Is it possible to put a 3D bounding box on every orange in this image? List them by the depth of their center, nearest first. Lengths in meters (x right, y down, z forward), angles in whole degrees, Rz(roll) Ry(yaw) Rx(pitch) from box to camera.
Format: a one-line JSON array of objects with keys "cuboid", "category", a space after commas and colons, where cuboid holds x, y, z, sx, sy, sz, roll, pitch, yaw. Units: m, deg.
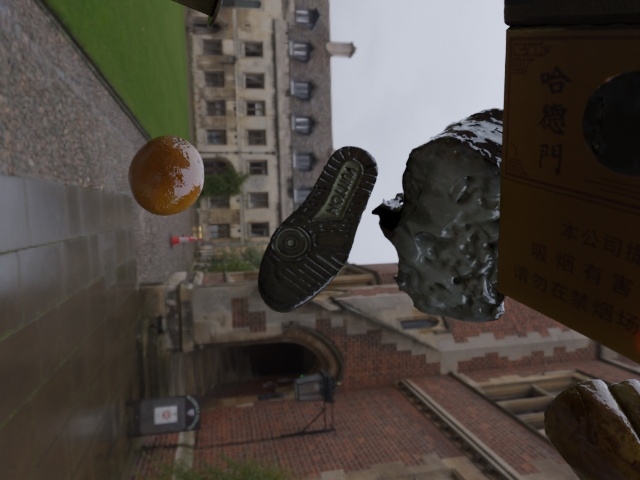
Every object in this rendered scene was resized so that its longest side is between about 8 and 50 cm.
[{"cuboid": [-0.393, -0.167, 1.265, 0.206, 0.205, 0.206, 178, -90, -78], "category": "orange"}]

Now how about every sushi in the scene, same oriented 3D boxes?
[{"cuboid": [0.223, -0.038, 0.810, 0.207, 0.234, 0.349, -45, 144, -42], "category": "sushi"}]

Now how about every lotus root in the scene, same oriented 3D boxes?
[{"cuboid": [0.502, 0.347, 0.814, 0.199, 0.188, 0.180, 52, 11, -18], "category": "lotus root"}]

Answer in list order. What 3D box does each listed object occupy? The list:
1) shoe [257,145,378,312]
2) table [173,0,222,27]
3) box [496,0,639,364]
[{"cuboid": [-0.002, -0.001, 0.764, 0.293, 0.109, 0.149, -60, 175, -25], "category": "shoe"}, {"cuboid": [-0.293, -0.530, 0.933, 0.167, 0.226, 0.167, -46, -144, 50], "category": "table"}, {"cuboid": [0.286, -0.098, 0.406, 0.264, 0.115, 0.416, 35, -40, 53], "category": "box"}]
